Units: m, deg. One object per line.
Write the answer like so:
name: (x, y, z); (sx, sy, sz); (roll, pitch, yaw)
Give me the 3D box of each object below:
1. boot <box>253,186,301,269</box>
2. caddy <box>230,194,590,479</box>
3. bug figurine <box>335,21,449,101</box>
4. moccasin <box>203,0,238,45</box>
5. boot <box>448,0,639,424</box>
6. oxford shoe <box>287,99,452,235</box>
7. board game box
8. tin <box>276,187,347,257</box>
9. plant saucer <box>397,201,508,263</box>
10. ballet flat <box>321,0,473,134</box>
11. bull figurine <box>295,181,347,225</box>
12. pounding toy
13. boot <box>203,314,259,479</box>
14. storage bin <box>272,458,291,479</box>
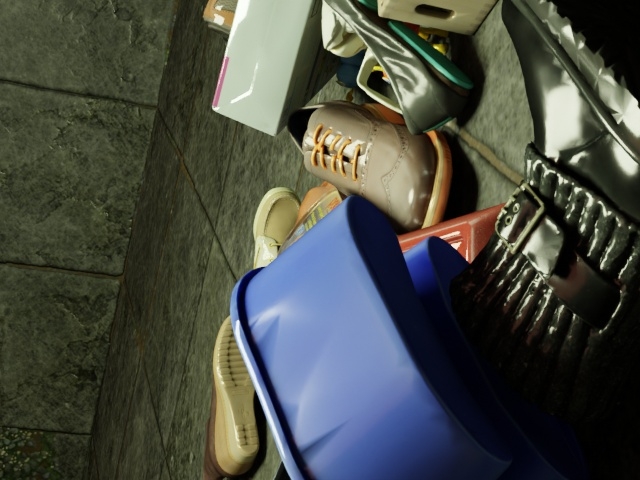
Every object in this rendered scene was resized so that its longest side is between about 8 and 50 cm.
boot: (-0.052, 0.045, 1.800); (0.165, 0.077, 0.213); (-118, 35, -64)
caddy: (0.057, 0.131, 1.018); (0.179, 0.241, 0.341); (-44, 47, 22)
bug figurine: (0.079, -0.280, 1.539); (0.279, 0.072, 0.216); (-163, 82, -73)
moccasin: (-0.087, -0.350, 1.891); (0.147, 0.139, 0.380); (-65, -11, 2)
boot: (0.186, -0.058, 0.983); (0.348, 0.131, 0.260); (-103, 27, -49)
oxford shoe: (0.049, -0.083, 1.434); (0.364, 0.132, 0.130); (-135, 56, -69)
board game box: (-0.026, -0.296, 1.634); (0.303, 0.097, 0.224); (-52, -18, -61)
tin: (0.000, 0.000, 1.367); (0.106, 0.040, 0.190); (-53, 11, 9)
plant saucer: (0.090, 0.103, 1.222); (0.259, 0.047, 0.259); (-18, 63, 49)
ballet flat: (0.057, -0.224, 1.384); (0.096, 0.095, 0.280); (-48, 56, 24)
bull figurine: (0.026, 0.066, 1.492); (0.310, 0.101, 0.188); (-102, 25, -48)
pounding toy: (0.104, -0.296, 1.348); (0.100, 0.141, 0.130); (124, 150, -55)
boot: (-0.153, 0.257, 1.995); (0.207, 0.090, 0.249); (134, 137, -59)
storage bin: (0.018, 0.239, 1.399); (0.091, 0.135, 0.098); (-89, 16, -55)
